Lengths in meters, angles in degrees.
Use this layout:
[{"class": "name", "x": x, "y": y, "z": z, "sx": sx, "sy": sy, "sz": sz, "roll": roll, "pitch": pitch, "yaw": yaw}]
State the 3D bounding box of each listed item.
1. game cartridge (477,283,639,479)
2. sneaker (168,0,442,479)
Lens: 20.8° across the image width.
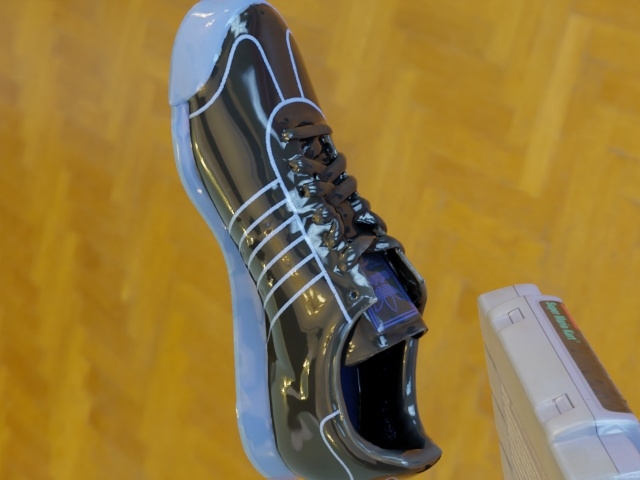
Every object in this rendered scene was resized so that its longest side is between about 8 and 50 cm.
[{"class": "game cartridge", "x": 0.162, "y": 0.176, "z": 1.095, "sx": 0.355, "sy": 0.068, "sz": 0.230, "roll": -102, "pitch": 6, "yaw": -75}, {"class": "sneaker", "x": 0.000, "y": 0.000, "z": 0.784, "sx": 0.090, "sy": 0.081, "sz": 0.232, "roll": -4, "pitch": 102, "yaw": 41}]
